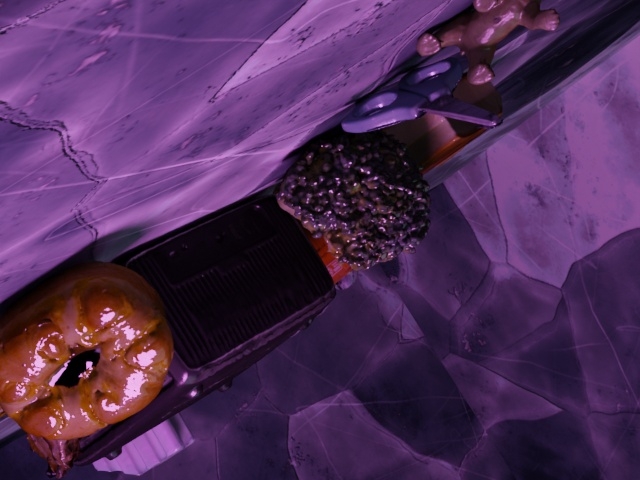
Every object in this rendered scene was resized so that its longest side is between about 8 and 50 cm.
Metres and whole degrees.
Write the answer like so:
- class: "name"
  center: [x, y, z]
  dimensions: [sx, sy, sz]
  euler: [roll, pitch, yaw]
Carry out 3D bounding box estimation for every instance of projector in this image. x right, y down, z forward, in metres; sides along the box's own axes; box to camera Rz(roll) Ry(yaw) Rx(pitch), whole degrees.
- class: "projector"
  center: [-0.233, 0.148, 2.081]
  dimensions: [0.395, 0.242, 0.405]
  euler: [-26, 171, -46]

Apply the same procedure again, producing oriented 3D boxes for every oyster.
- class: "oyster"
  center: [-0.428, 0.246, 1.915]
  dimensions: [0.096, 0.221, 0.361]
  euler: [-42, -179, -20]

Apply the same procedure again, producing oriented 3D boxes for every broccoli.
- class: "broccoli"
  center: [0.032, -0.059, 2.008]
  dimensions: [0.245, 0.288, 0.248]
  euler: [-16, -133, 47]

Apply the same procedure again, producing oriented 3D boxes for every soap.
- class: "soap"
  center: [-0.379, 0.294, 2.348]
  dimensions: [0.173, 0.289, 0.095]
  euler: [-34, 173, 14]

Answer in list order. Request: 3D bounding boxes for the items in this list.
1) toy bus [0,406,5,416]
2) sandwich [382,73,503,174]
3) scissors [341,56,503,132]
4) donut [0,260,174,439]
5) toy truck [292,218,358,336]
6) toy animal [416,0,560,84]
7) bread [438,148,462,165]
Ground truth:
- class: "toy bus"
  center: [-0.582, 0.279, 2.180]
  dimensions: [0.226, 0.081, 0.074]
  euler: [-30, 171, 16]
- class: "sandwich"
  center: [0.198, -0.194, 2.205]
  dimensions: [0.186, 0.108, 0.220]
  euler: [-36, 177, 38]
- class: "scissors"
  center: [0.155, -0.176, 1.680]
  dimensions: [0.191, 0.029, 0.360]
  euler: [-31, -158, -10]
- class: "donut"
  center: [-0.320, 0.148, 1.697]
  dimensions: [0.261, 0.208, 0.128]
  euler: [-27, -153, 10]
- class: "toy truck"
  center: [0.000, 0.000, 2.321]
  dimensions: [0.387, 0.207, 0.173]
  euler: [-40, -179, 30]
- class: "toy animal"
  center: [0.234, -0.289, 1.623]
  dimensions: [0.218, 0.103, 0.101]
  euler: [-38, -172, 41]
- class: "bread"
  center: [0.231, -0.201, 2.547]
  dimensions: [0.106, 0.082, 0.125]
  euler: [-45, 161, 19]
